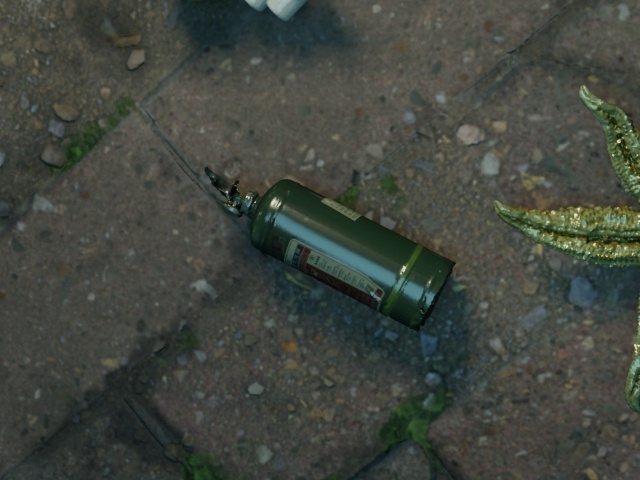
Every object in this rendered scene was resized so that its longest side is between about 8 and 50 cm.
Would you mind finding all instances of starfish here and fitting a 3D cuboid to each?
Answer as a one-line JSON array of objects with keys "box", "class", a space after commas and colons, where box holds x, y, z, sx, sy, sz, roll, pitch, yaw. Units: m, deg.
[{"box": [0.383, -0.017, 1.745, 0.347, 0.078, 0.358, -21, 98, 20], "class": "starfish"}]

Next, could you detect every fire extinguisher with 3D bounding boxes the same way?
[{"box": [0.000, 0.000, 1.850, 0.294, 0.118, 0.093, 27, 75, 7], "class": "fire extinguisher"}]

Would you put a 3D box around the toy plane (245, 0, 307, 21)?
[{"box": [-0.080, -0.359, 1.760, 0.267, 0.122, 0.267, 5, 108, 16], "class": "toy plane"}]
